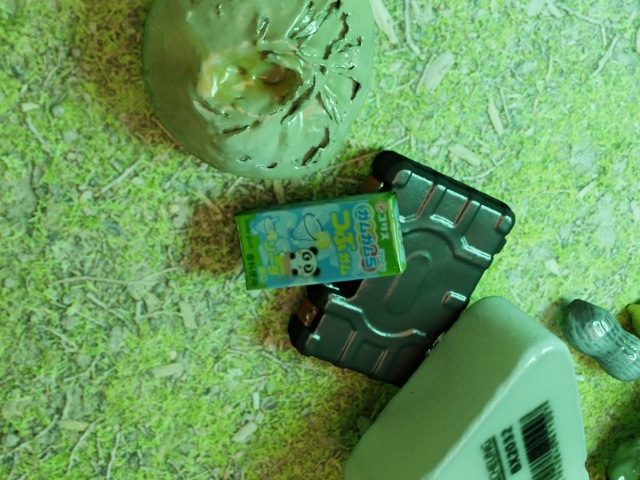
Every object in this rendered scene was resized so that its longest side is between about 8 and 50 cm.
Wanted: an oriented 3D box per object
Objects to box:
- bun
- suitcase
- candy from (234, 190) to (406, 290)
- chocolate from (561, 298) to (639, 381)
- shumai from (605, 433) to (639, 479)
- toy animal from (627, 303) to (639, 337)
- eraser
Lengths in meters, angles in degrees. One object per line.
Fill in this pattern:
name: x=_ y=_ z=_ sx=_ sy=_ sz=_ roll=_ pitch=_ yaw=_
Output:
bun: x=-0.059 y=-0.202 z=1.126 sx=0.287 sy=0.146 sz=0.287 roll=-5 pitch=110 yaw=-15
suitcase: x=0.104 y=0.045 z=1.314 sx=0.206 sy=0.066 sz=0.285 roll=22 pitch=103 yaw=-23
candy: x=0.000 y=0.000 z=1.222 sx=0.195 sy=0.062 sz=0.097 roll=-7 pitch=96 yaw=11
chocolate: x=0.402 y=0.143 z=1.438 sx=0.167 sy=0.072 sz=0.072 roll=38 pitch=97 yaw=-28
shumai: x=0.530 y=0.286 z=1.483 sx=0.222 sy=0.204 sz=0.271 roll=37 pitch=71 yaw=-51
toy animal: x=0.505 y=0.154 z=1.481 sx=0.070 sy=0.083 sz=0.159 roll=-55 pitch=131 yaw=-31
eraser: x=0.234 y=0.273 z=1.363 sx=0.331 sy=0.150 sz=0.331 roll=-16 pitch=124 yaw=-26
